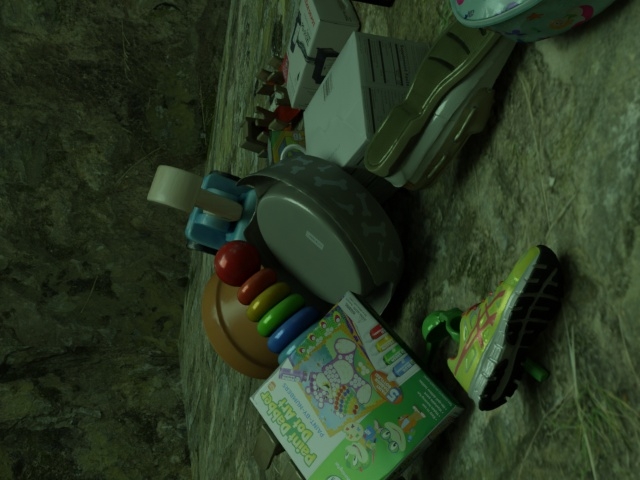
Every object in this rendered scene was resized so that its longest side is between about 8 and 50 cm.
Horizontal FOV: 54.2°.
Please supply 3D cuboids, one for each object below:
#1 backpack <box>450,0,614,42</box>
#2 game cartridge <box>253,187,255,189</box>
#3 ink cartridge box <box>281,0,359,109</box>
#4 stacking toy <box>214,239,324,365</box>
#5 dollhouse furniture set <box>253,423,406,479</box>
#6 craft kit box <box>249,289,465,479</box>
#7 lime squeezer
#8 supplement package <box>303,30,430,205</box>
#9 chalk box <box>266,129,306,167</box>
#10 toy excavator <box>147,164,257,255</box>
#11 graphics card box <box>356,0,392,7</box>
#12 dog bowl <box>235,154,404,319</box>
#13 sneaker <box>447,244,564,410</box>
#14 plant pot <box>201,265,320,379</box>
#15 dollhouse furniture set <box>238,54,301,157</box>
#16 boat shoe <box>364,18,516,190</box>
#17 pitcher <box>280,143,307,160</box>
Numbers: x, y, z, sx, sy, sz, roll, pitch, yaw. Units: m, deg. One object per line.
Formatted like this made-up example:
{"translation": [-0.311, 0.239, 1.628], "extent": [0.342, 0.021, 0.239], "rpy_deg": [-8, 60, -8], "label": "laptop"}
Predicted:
{"translation": [0.228, -0.358, 0.683], "extent": [0.225, 0.191, 0.254], "rpy_deg": [-9, 83, 55], "label": "backpack"}
{"translation": [-0.166, 0.001, 1.894], "extent": [0.230, 0.068, 0.355], "rpy_deg": [167, 105, -65], "label": "game cartridge"}
{"translation": [-0.007, -0.451, 1.467], "extent": [0.237, 0.100, 0.172], "rpy_deg": [114, 151, -44], "label": "ink cartridge box"}
{"translation": [-0.079, 0.134, 1.167], "extent": [0.330, 0.141, 0.141], "rpy_deg": [49, 148, 7], "label": "stacking toy"}
{"translation": [0.029, 0.405, 1.075], "extent": [0.242, 0.212, 0.161], "rpy_deg": [46, 134, 31], "label": "dollhouse furniture set"}
{"translation": [0.046, 0.249, 0.958], "extent": [0.247, 0.061, 0.250], "rpy_deg": [-50, 57, 9], "label": "craft kit box"}
{"translation": [0.192, 0.149, 0.881], "extent": [0.310, 0.058, 0.110], "rpy_deg": [147, 124, -65], "label": "lime squeezer"}
{"translation": [0.083, -0.200, 1.111], "extent": [0.262, 0.145, 0.204], "rpy_deg": [136, 133, -61], "label": "supplement package"}
{"translation": [-0.048, -0.136, 1.454], "extent": [0.132, 0.131, 0.213], "rpy_deg": [104, 159, -57], "label": "chalk box"}
{"translation": [-0.217, -0.067, 1.520], "extent": [0.445, 0.432, 0.223], "rpy_deg": [3, 74, 66], "label": "toy excavator"}
{"translation": [-0.011, -0.568, 1.107], "extent": [0.094, 0.370, 0.233], "rpy_deg": [-107, 28, -44], "label": "graphics card box"}
{"translation": [0.000, 0.000, 1.116], "extent": [0.348, 0.102, 0.349], "rpy_deg": [34, 150, 23], "label": "dog bowl"}
{"translation": [0.210, 0.094, 0.749], "extent": [0.094, 0.081, 0.209], "rpy_deg": [40, 111, 51], "label": "sneaker"}
{"translation": [-0.085, 0.137, 1.368], "extent": [0.203, 0.290, 0.291], "rpy_deg": [-34, 53, 45], "label": "plant pot"}
{"translation": [-0.121, -0.345, 1.785], "extent": [0.259, 0.135, 0.262], "rpy_deg": [-31, 57, 53], "label": "dollhouse furniture set"}
{"translation": [0.189, -0.202, 0.883], "extent": [0.302, 0.103, 0.113], "rpy_deg": [-51, 30, 25], "label": "boat shoe"}
{"translation": [-0.011, -0.095, 1.322], "extent": [0.125, 0.177, 0.207], "rpy_deg": [-19, -61, -69], "label": "pitcher"}
